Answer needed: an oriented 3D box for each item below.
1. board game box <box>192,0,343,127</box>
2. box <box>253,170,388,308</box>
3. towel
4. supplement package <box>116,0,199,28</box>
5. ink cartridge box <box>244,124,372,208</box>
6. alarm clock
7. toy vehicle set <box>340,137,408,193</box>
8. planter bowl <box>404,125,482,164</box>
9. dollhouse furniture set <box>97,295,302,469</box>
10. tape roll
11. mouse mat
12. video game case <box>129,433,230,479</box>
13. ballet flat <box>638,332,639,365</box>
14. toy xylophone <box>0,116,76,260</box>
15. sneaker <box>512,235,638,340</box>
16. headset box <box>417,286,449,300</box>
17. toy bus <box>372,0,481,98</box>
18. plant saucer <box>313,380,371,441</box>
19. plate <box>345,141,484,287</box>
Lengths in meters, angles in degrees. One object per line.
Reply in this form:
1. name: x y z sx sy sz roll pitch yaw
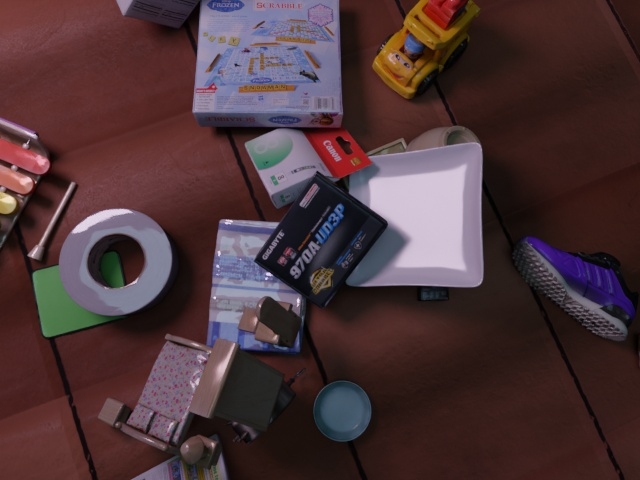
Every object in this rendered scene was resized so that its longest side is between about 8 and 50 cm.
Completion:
1. board game box: -0.113 -0.409 1.019 0.319 0.066 0.318 1 74 -2
2. box: 0.000 0.000 0.904 0.175 0.051 0.220 36 103 -5
3. towel: -0.130 0.095 0.968 0.209 0.034 0.285 5 81 -1
4. supplement package: -0.348 -0.614 0.971 0.203 0.149 0.194 -30 81 37
5. ink cartridge box: -0.030 -0.185 0.970 0.225 0.056 0.181 -27 53 -4
6. alarm clock: -0.099 0.315 0.890 0.192 0.129 0.064 -38 81 -27
7. toy vehicle set: 0.163 -0.076 1.006 0.166 0.035 0.266 -23 82 -6
8. planter bowl: 0.275 -0.177 0.969 0.162 0.109 0.162 6 72 -18
9. dollhouse furniture set: -0.260 0.216 0.828 0.356 0.174 0.303 6 63 28
10. tape roll: -0.412 0.047 0.939 0.219 0.072 0.219 1 80 -6
11. mouse mat: -0.509 0.113 0.963 0.190 0.007 0.152 -14 82 -4
12. video game case: -0.254 0.498 0.836 0.193 0.023 0.212 -27 41 -6
13. ballet flat: 0.716 0.279 0.962 0.052 0.057 0.168 -29 83 3
14. toy xylophone: -0.670 -0.090 0.952 0.236 0.081 0.322 15 81 0
15. sneaker: 0.554 0.069 0.973 0.293 0.102 0.146 41 77 0
16. headset box: 0.243 0.089 0.984 0.062 0.032 0.083 -1 80 -3
17. toy bus: 0.237 -0.451 0.985 0.149 0.211 0.220 44 83 3
18. plant saucer: 0.045 0.351 0.938 0.119 0.021 0.119 0 81 -3
19. plate: 0.185 -0.044 0.910 0.278 0.045 0.277 -3 78 30
